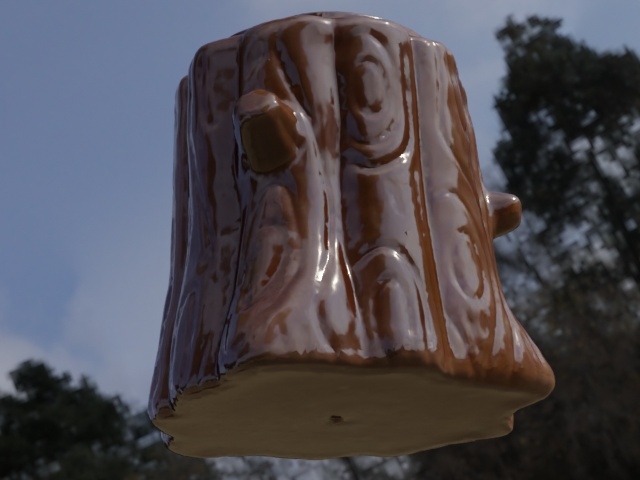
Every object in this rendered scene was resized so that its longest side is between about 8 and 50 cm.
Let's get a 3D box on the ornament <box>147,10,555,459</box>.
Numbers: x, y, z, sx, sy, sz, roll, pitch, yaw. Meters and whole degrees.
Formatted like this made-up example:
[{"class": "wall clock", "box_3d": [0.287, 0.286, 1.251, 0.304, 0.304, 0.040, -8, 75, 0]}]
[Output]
[{"class": "ornament", "box_3d": [0.000, 0.000, 0.772, 0.235, 0.217, 0.221, -14, -25, 24]}]
